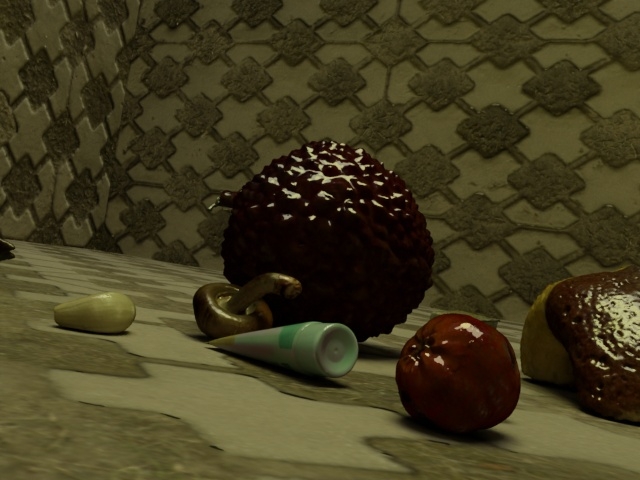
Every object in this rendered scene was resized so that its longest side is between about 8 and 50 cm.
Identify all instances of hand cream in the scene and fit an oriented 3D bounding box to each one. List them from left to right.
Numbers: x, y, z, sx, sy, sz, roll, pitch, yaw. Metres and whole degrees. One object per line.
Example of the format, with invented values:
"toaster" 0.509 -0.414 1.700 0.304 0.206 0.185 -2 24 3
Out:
"hand cream" -0.036 0.099 0.673 0.076 0.047 0.174 8 -10 -34

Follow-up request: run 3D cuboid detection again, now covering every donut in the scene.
"donut" 0.295 0.102 0.771 0.112 0.151 0.295 -1 0 -4

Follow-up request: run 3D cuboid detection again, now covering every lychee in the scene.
"lychee" 0.000 0.000 0.912 0.300 0.264 0.264 27 1 10

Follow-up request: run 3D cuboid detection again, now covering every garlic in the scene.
"garlic" -0.220 0.072 0.717 0.083 0.041 0.053 1 -3 -30

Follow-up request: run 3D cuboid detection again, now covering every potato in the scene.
"potato" 0.210 0.138 1.070 0.086 0.061 0.122 10 0 36

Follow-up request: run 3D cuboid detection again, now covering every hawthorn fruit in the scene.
"hawthorn fruit" 0.100 0.098 0.510 0.093 0.093 0.093 9 -2 0

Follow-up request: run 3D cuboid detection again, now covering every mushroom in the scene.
"mushroom" -0.078 0.076 0.780 0.129 0.073 0.088 -11 0 26

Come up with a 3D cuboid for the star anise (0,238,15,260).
"star anise" -0.556 0.004 0.966 0.288 0.088 0.288 11 0 0
